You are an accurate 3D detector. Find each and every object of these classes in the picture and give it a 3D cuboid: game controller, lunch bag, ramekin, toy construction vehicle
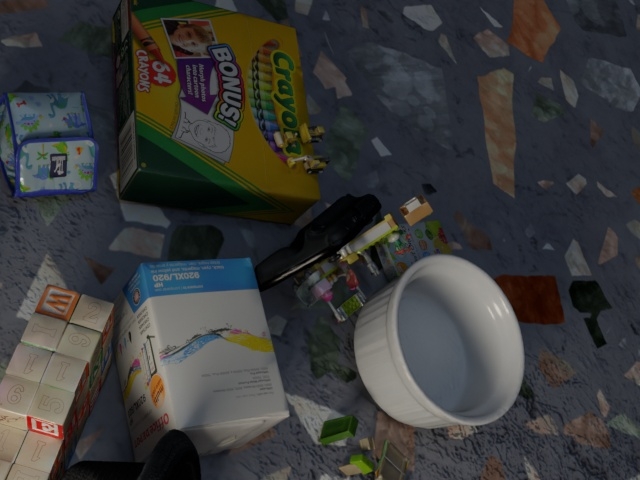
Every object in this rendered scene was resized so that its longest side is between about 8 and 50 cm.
[{"bbox_3d":[0.000,0.000,1.388,0.067,0.166,0.319,51,18,-1],"label":"game controller"},{"bbox_3d":[-0.404,-0.139,1.343,0.128,0.096,0.151,-7,82,-37],"label":"lunch bag"},{"bbox_3d":[0.187,0.172,1.478,0.277,0.135,0.277,14,63,-31],"label":"ramekin"},{"bbox_3d":[-0.023,-0.155,1.489,0.098,0.035,0.086,-3,66,-38],"label":"toy construction vehicle"}]

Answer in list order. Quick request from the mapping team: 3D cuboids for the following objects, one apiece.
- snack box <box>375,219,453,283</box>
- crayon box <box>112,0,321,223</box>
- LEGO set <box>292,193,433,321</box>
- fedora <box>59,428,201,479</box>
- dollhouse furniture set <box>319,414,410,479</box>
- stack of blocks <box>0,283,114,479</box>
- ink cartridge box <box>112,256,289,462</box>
[{"bbox_3d":[0.169,0.019,1.638,0.141,0.037,0.100,-6,66,-34],"label":"snack box"},{"bbox_3d":[-0.177,-0.224,1.518,0.313,0.106,0.363,7,60,-29],"label":"crayon box"},{"bbox_3d":[0.080,0.041,1.511,0.287,0.132,0.107,-33,90,-27],"label":"LEGO set"},{"bbox_3d":[-0.251,0.377,1.053,0.152,0.334,0.334,8,54,8],"label":"fedora"},{"bbox_3d":[0.068,0.334,1.402,0.152,0.058,0.076,47,39,-26],"label":"dollhouse furniture set"},{"bbox_3d":[-0.343,0.225,1.101,0.087,0.171,0.297,17,54,-3],"label":"stack of blocks"},{"bbox_3d":[-0.174,0.166,1.251,0.168,0.171,0.233,-2,64,-33],"label":"ink cartridge box"}]
